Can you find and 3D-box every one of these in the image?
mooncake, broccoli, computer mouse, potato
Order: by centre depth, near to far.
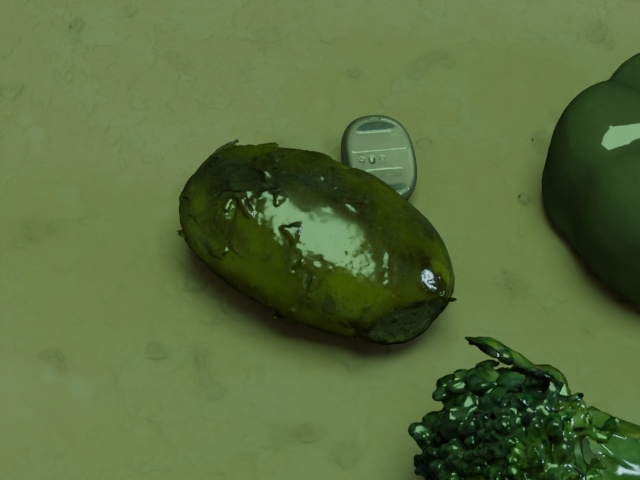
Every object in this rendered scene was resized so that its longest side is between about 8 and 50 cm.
[{"bbox_3d":[0.192,0.170,1.405,0.275,0.177,0.198,4,10,-37],"label":"broccoli"},{"bbox_3d":[0.000,0.000,1.498,0.251,0.113,0.149,24,54,13],"label":"potato"},{"bbox_3d":[0.334,-0.057,1.564,0.275,0.135,0.275,1,50,-1],"label":"mooncake"},{"bbox_3d":[0.051,-0.067,1.601,0.066,0.039,0.096,-5,62,-8],"label":"computer mouse"}]
